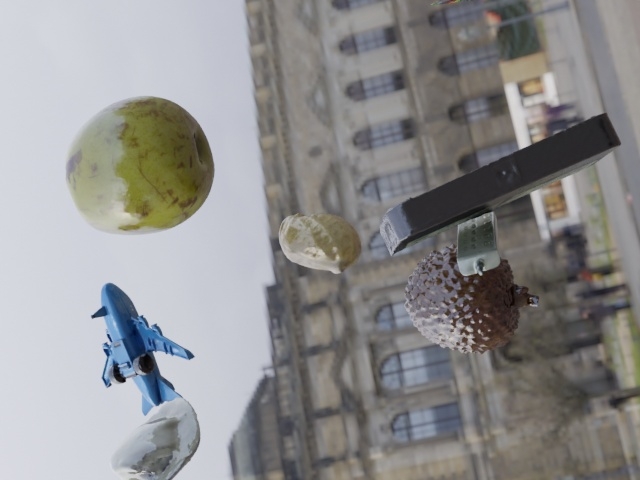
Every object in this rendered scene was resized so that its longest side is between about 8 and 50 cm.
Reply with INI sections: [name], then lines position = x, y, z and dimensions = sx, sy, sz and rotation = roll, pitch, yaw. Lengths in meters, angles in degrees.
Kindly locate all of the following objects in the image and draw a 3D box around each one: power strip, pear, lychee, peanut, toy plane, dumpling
[power strip]
position = 0.237, 0.004, 1.722
dimensions = 0.253, 0.060, 0.027
rotation = -68, -40, -72
[pear]
position = -0.341, -0.139, 2.154
dimensions = 0.283, 0.283, 0.284
rotation = -14, -90, -78
[lychee]
position = 0.269, 0.103, 2.044
dimensions = 0.200, 0.238, 0.200
rotation = -2, -90, -81
[peanut]
position = 0.000, 0.000, 2.153
dimensions = 0.140, 0.159, 0.109
rotation = 97, -171, -78
[toy plane]
position = -0.366, 0.211, 2.237
dimensions = 0.271, 0.254, 0.105
rotation = 61, -142, -9
[dumpling]
position = -0.241, 0.315, 1.664
dimensions = 0.092, 0.176, 0.150
rotation = 56, 174, -17

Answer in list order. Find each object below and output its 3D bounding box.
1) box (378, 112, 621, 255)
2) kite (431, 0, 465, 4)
[box]
position = 0.256, -0.079, 1.689
dimensions = 0.211, 0.350, 0.058
rotation = 108, 137, -83
[kite]
position = 0.177, -0.253, 1.183
dimensions = 0.090, 0.122, 0.004
rotation = -16, -78, -49
